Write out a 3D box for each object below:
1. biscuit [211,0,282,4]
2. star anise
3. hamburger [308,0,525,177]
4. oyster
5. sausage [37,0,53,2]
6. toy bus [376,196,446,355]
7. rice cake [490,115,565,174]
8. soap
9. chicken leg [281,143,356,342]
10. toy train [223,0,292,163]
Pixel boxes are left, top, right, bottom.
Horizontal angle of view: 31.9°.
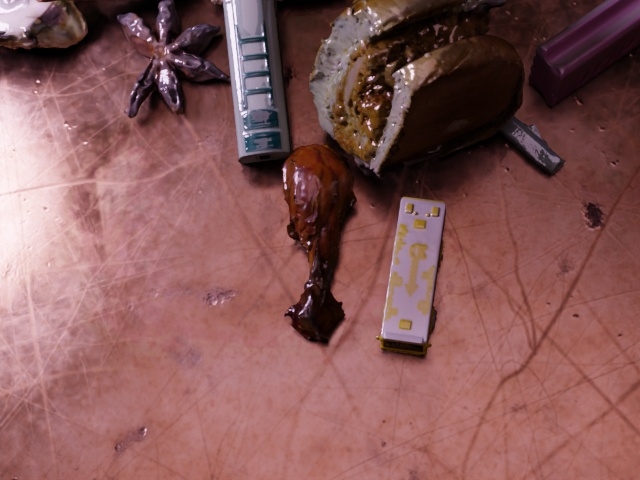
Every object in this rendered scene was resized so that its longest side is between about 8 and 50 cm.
[{"bbox_3d":[-0.071,-0.414,1.804,0.219,0.061,0.055,-5,51,3],"label":"biscuit"},{"bbox_3d":[-0.236,-0.299,1.778,0.172,0.063,0.208,-7,72,-2],"label":"star anise"},{"bbox_3d":[0.150,-0.234,1.610,0.277,0.318,0.195,-22,69,-25],"label":"hamburger"},{"bbox_3d":[-0.539,-0.405,1.814,0.351,0.115,0.238,22,67,6],"label":"oyster"},{"bbox_3d":[-0.315,-0.417,1.778,0.304,0.078,0.078,-8,70,-23],"label":"sausage"},{"bbox_3d":[0.139,0.051,1.634,0.081,0.074,0.226,9,72,7],"label":"toy bus"},{"bbox_3d":[0.300,-0.172,1.714,0.180,0.030,0.042,44,94,15],"label":"rice cake"},{"bbox_3d":[0.417,-0.300,1.701,0.203,0.122,0.065,-36,75,-6],"label":"soap"},{"bbox_3d":[0.000,0.000,1.659,0.113,0.093,0.304,1,76,-9],"label":"chicken leg"},{"bbox_3d":[-0.107,-0.327,1.717,0.086,0.088,0.407,-6,86,3],"label":"toy train"}]
